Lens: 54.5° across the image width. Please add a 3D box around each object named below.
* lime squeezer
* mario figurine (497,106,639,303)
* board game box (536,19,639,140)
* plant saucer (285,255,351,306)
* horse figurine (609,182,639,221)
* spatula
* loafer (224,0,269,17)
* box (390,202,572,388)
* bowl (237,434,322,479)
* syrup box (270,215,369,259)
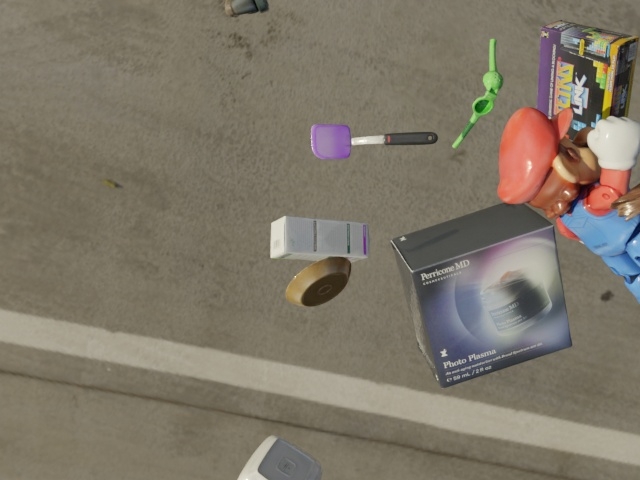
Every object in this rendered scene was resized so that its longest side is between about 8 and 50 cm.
[{"bbox_3d":[0.433,-0.394,1.675,0.059,0.110,0.310,12,101,-34],"label":"lime squeezer"},{"bbox_3d":[0.376,-0.063,0.801,0.320,0.170,0.198,44,132,3],"label":"mario figurine"},{"bbox_3d":[0.403,-0.237,0.953,0.048,0.141,0.170,-26,127,-21],"label":"board game box"},{"bbox_3d":[0.001,0.051,0.700,0.083,0.015,0.083,-22,148,-15],"label":"plant saucer"},{"bbox_3d":[0.428,-0.019,0.590,0.263,0.174,0.066,28,140,21],"label":"horse figurine"},{"bbox_3d":[0.127,-0.236,1.465,0.297,0.030,0.084,0,94,8],"label":"spatula"},{"bbox_3d":[-0.163,-0.519,1.294,0.084,0.267,0.096,-22,118,3],"label":"loafer"},{"bbox_3d":[0.336,0.110,1.307,0.296,0.182,0.294,-19,112,-1],"label":"box"},{"bbox_3d":[-0.070,0.444,1.186,0.142,0.142,0.053,31,128,10],"label":"bowl"},{"bbox_3d":[0.000,0.000,1.568,0.237,0.096,0.093,5,168,-25],"label":"syrup box"}]
